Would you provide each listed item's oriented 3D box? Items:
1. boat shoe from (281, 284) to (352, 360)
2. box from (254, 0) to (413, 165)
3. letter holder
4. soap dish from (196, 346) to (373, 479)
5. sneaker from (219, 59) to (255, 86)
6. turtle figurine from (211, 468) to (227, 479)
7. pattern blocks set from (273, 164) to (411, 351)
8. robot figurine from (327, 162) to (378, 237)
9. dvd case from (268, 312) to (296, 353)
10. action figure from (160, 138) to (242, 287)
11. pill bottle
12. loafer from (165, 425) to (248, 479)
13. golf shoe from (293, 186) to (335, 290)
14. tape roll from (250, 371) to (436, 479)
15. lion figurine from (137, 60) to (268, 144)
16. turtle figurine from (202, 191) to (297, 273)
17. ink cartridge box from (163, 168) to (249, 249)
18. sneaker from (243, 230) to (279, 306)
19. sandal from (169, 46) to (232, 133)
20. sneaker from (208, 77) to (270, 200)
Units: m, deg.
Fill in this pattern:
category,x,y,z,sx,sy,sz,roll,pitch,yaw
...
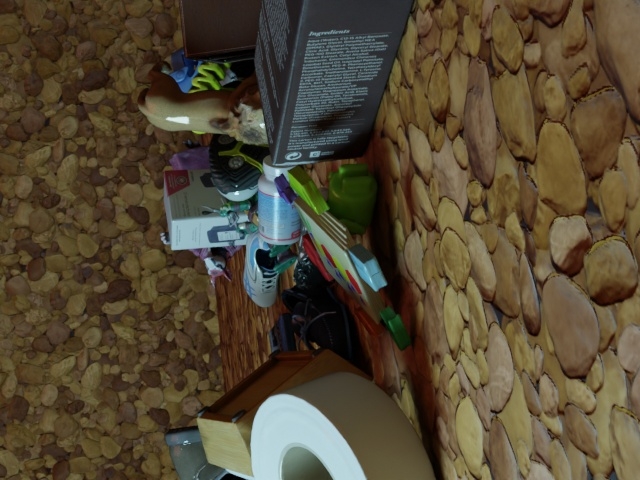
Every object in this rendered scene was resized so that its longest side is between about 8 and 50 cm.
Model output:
category,x,y,z,sx,sy,sz,roll,pitch,yaw
boat shoe,-0.010,0.144,1.654,0.258,0.089,0.109,-138,43,-73
box,0.006,-0.273,1.255,0.381,0.143,0.191,105,157,-64
letter holder,-0.157,-0.519,1.954,0.152,0.214,0.302,-15,-80,-69
soap dish,-0.068,0.270,1.568,0.118,0.229,0.291,55,159,-6
sneaker,-0.187,-0.333,2.229,0.115,0.105,0.281,146,117,-77
turtle figurine,-0.092,0.360,1.824,0.198,0.275,0.266,109,165,-45
pattern blocks set,0.025,0.017,1.335,0.325,0.026,0.285,49,168,46
robot figurine,0.043,-0.054,1.354,0.115,0.067,0.101,97,164,-51
dvd case,-0.081,0.275,2.239,0.253,0.022,0.180,124,138,-72
action figure,-0.285,-0.059,2.501,0.276,0.248,0.370,128,137,-75
pill bottle,-0.074,-0.079,1.859,0.087,0.087,0.160,-114,22,-57
loafer,-0.166,0.442,1.982,0.134,0.366,0.130,-15,71,40
golf shoe,0.000,0.000,1.610,0.198,0.077,0.094,106,167,-46
tape roll,0.027,0.319,1.286,0.286,0.100,0.286,25,122,48
lion figurine,-0.210,-0.252,1.866,0.240,0.392,0.142,-62,-36,-57
turtle figurine,-0.139,-0.048,2.009,0.234,0.118,0.175,48,-177,26
ink cartridge box,-0.230,-0.076,2.250,0.100,0.237,0.172,99,161,-44
sneaker,-0.126,0.070,2.205,0.086,0.085,0.237,-118,21,-44
sandal,-0.265,-0.392,2.134,0.126,0.138,0.317,55,-127,-64
sneaker,-0.140,-0.190,2.020,0.384,0.145,0.147,-87,-13,-53
